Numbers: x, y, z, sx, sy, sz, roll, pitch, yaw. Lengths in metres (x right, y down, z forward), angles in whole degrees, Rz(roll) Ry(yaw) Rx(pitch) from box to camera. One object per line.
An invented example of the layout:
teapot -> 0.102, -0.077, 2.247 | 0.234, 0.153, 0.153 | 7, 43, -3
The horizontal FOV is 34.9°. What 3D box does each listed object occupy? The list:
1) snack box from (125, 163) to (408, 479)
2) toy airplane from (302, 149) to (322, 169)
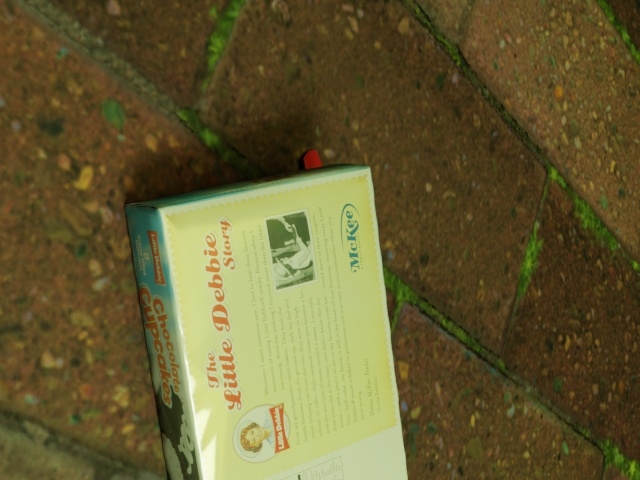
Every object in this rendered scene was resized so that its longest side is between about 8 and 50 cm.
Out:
snack box -> -0.031, 0.113, 0.778 | 0.187, 0.060, 0.321 | -13, 101, -35
toy airplane -> 0.000, 0.000, 0.861 | 0.151, 0.028, 0.151 | 2, 87, -48
